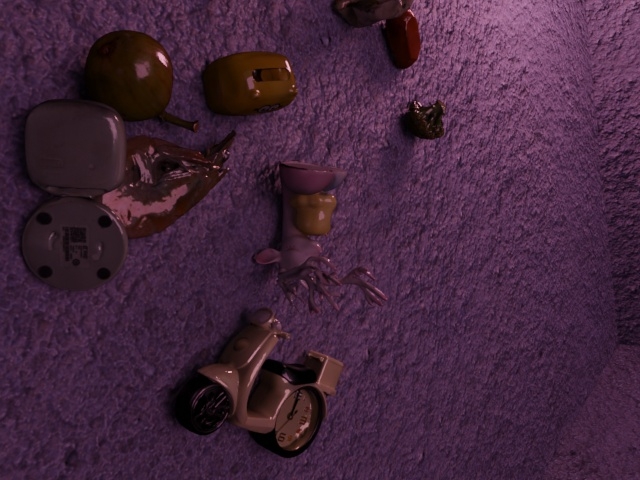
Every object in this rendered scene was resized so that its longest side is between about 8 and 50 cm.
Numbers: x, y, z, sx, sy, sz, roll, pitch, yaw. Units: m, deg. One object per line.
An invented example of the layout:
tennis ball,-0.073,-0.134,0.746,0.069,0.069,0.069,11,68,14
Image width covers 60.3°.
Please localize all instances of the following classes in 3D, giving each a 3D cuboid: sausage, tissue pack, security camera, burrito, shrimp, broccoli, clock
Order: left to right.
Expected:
security camera,-0.385,-0.069,0.876,0.157,0.080,0.302,2,102,-15
shrimp,-0.278,-0.130,1.007,0.317,0.077,0.168,-46,120,-32
tissue pack,-0.134,-0.318,1.116,0.178,0.127,0.123,-21,104,-45
clock,-0.113,0.305,1.170,0.379,0.120,0.276,42,66,-44
burrito,0.184,-0.657,1.417,0.332,0.190,0.135,-59,154,-23
sausage,0.231,-0.561,1.528,0.089,0.089,0.179,-50,134,-34
broccoli,0.310,-0.350,1.592,0.131,0.120,0.130,38,36,-4

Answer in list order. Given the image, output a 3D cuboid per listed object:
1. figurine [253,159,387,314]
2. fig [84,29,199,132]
figurine,-0.013,0.001,1.162,0.206,0.284,0.316,-10,110,-45
fig,-0.308,-0.269,0.941,0.186,0.147,0.142,62,20,-79
